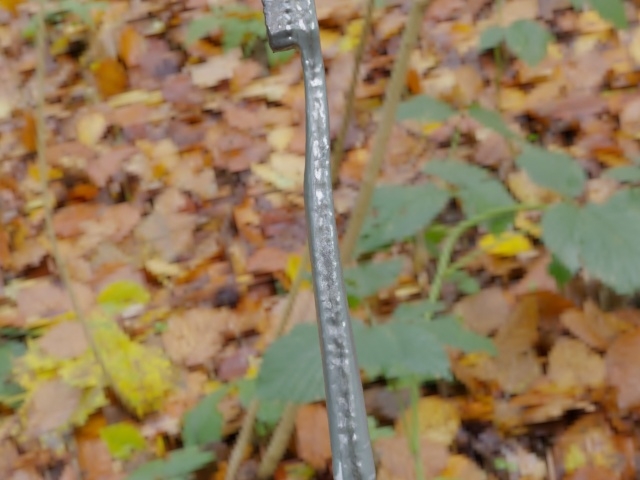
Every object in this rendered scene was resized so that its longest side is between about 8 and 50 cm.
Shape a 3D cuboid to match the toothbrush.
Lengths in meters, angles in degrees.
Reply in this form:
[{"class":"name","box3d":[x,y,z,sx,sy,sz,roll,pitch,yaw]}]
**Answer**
[{"class":"toothbrush","box3d":[0.000,0.000,0.804,0.031,0.297,0.030,-8,-2,-4]}]
